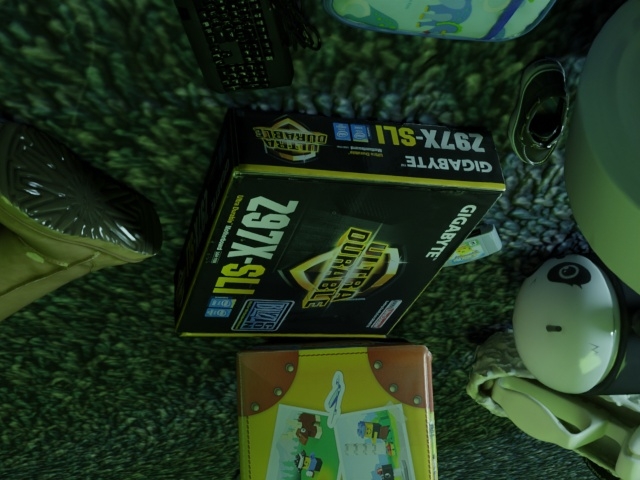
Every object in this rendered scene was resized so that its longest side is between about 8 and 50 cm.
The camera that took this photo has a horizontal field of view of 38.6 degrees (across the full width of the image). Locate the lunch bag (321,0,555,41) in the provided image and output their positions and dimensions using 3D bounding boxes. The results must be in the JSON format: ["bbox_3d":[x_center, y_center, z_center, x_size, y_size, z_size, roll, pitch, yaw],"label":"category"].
[{"bbox_3d":[0.103,-0.222,0.567,0.176,0.090,0.219,2,150,-23],"label":"lunch bag"}]

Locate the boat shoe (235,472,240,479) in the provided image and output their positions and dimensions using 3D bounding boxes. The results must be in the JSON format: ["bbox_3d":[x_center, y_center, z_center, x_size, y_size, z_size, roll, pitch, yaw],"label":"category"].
[{"bbox_3d":[-0.042,0.445,1.657,0.306,0.105,0.113,-30,144,32],"label":"boat shoe"}]

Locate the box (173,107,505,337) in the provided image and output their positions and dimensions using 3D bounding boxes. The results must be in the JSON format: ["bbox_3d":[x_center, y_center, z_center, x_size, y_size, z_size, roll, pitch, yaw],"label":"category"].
[{"bbox_3d":[0.000,0.000,0.934,0.257,0.079,0.322,4,148,-18],"label":"box"}]

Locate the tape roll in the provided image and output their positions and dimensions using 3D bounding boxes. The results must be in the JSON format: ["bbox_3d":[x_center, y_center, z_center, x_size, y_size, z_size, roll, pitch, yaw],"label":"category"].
[{"bbox_3d":[0.331,-0.074,0.680,0.286,0.286,0.100,-9,149,1],"label":"tape roll"}]

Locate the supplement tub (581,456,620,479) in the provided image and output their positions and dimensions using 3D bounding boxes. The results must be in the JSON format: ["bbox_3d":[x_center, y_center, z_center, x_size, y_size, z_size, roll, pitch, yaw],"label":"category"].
[{"bbox_3d":[0.509,0.255,1.382,0.193,0.194,0.316,-7,151,-2],"label":"supplement tub"}]

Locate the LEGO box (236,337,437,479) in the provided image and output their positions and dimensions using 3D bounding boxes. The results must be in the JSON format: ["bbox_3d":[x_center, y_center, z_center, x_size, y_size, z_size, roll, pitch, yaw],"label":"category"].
[{"bbox_3d":[0.029,0.363,1.023,0.193,0.500,0.372,-3,175,2],"label":"LEGO box"}]

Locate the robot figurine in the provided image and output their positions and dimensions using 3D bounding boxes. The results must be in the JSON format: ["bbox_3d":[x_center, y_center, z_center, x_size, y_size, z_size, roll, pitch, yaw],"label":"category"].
[{"bbox_3d":[0.369,0.097,1.103,0.278,0.174,0.209,2,137,-17],"label":"robot figurine"}]

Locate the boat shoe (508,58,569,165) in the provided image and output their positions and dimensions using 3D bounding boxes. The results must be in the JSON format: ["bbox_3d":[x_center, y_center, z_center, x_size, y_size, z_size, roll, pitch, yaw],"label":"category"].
[{"bbox_3d":[0.201,-0.106,0.835,0.049,0.040,0.142,-11,150,4],"label":"boat shoe"}]

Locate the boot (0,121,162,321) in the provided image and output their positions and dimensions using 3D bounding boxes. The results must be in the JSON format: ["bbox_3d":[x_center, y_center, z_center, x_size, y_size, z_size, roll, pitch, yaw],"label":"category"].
[{"bbox_3d":[-0.319,0.010,0.860,0.269,0.089,0.236,-21,148,23],"label":"boot"}]

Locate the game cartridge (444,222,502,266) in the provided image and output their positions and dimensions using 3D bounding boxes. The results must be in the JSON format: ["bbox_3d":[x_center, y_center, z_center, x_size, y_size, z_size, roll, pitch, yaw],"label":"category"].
[{"bbox_3d":[0.164,0.007,1.047,0.083,0.017,0.056,-17,153,15],"label":"game cartridge"}]

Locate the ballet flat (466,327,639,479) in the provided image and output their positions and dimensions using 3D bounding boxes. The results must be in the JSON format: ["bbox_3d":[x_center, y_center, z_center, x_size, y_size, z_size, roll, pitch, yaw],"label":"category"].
[{"bbox_3d":[0.372,0.255,1.201,0.409,0.147,0.147,24,161,25],"label":"ballet flat"}]

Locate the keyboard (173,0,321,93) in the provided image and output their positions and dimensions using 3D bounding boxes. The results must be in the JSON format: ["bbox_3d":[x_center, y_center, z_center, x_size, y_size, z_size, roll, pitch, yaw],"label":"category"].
[{"bbox_3d":[-0.055,-0.167,0.670,0.100,0.038,0.192,-11,151,4],"label":"keyboard"}]
